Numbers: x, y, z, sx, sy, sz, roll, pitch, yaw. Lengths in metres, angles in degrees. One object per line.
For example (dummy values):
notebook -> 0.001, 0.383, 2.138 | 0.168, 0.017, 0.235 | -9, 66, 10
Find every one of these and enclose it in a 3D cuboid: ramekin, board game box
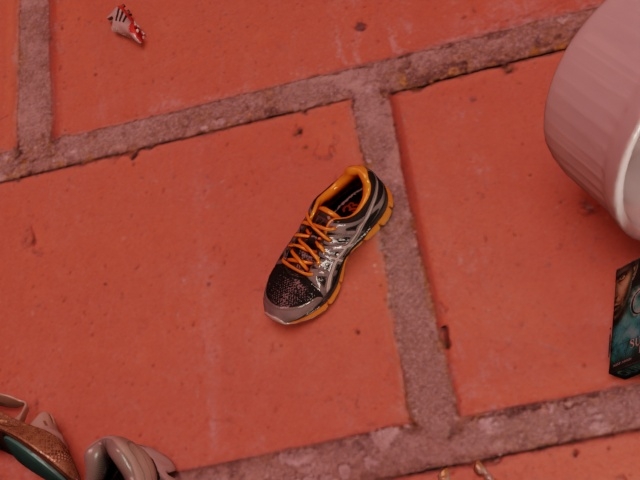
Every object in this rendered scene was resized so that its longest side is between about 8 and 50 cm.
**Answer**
ramekin -> 0.365, -0.148, 1.227 | 0.277, 0.277, 0.135 | -39, 51, -8
board game box -> 0.358, 0.056, 1.174 | 0.026, 0.186, 0.126 | 21, 62, -18

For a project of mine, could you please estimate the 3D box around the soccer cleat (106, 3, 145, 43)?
soccer cleat -> -0.270, -0.295, 1.625 | 0.035, 0.029, 0.083 | -37, 55, 4

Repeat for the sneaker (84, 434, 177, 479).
sneaker -> -0.219, 0.341, 1.201 | 0.110, 0.118, 0.292 | -6, 62, 10

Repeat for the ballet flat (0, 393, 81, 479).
ballet flat -> -0.344, 0.216, 1.336 | 0.206, 0.073, 0.067 | 21, 55, 21

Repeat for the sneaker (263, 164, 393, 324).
sneaker -> 0.000, 0.000, 1.351 | 0.084, 0.083, 0.215 | 27, 73, 25

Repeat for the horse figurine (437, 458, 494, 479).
horse figurine -> 0.135, 0.314, 1.123 | 0.263, 0.066, 0.174 | -25, 57, -26
